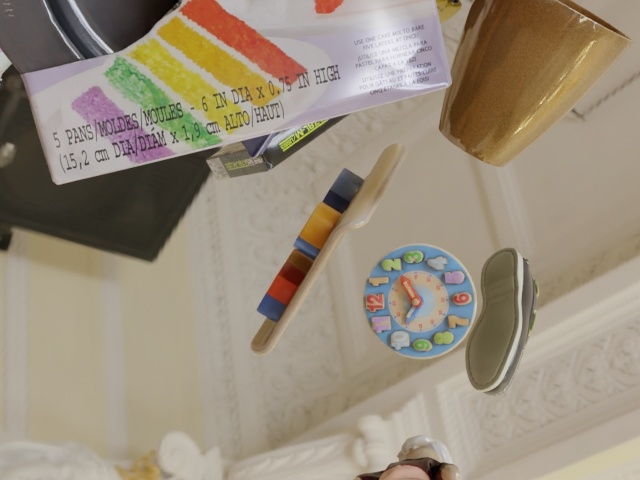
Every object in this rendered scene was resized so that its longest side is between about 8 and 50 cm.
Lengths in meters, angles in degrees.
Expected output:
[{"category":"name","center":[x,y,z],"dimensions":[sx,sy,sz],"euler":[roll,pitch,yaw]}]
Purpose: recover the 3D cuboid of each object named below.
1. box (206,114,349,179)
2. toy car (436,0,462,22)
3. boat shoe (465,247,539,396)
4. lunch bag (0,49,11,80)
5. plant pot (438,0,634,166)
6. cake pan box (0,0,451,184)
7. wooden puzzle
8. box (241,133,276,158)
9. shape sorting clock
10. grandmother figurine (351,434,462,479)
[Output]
[{"category":"box","center":[-0.058,-0.159,1.525],"dimensions":[0.184,0.045,0.190],"euler":[-35,-165,-26]},{"category":"toy car","center":[0.093,-0.364,1.465],"dimensions":[0.224,0.239,0.053],"euler":[-22,-112,0]},{"category":"boat shoe","center":[0.249,0.114,1.355],"dimensions":[0.081,0.068,0.228],"euler":[-20,-141,38]},{"category":"lunch bag","center":[-0.520,-0.269,1.275],"dimensions":[0.224,0.279,0.108],"euler":[-33,-158,36]},{"category":"plant pot","center":[0.289,-0.246,1.512],"dimensions":[0.254,0.237,0.237],"euler":[-60,-140,21]},{"category":"cake pan box","center":[-0.073,-0.181,0.617],"dimensions":[0.070,0.266,0.246],"euler":[-147,-136,-76]},{"category":"wooden puzzle","center":[0.000,0.000,1.796],"dimensions":[0.348,0.080,0.322],"euler":[-54,-178,34]},{"category":"box","center":[-0.070,-0.204,1.291],"dimensions":[0.136,0.036,0.225],"euler":[-53,-143,20]},{"category":"shape sorting clock","center":[0.174,0.108,1.813],"dimensions":[0.206,0.040,0.206],"euler":[1,-86,21]},{"category":"grandmother figurine","center":[0.130,0.391,1.627],"dimensions":[0.207,0.342,0.104],"euler":[-2,-86,23]}]
